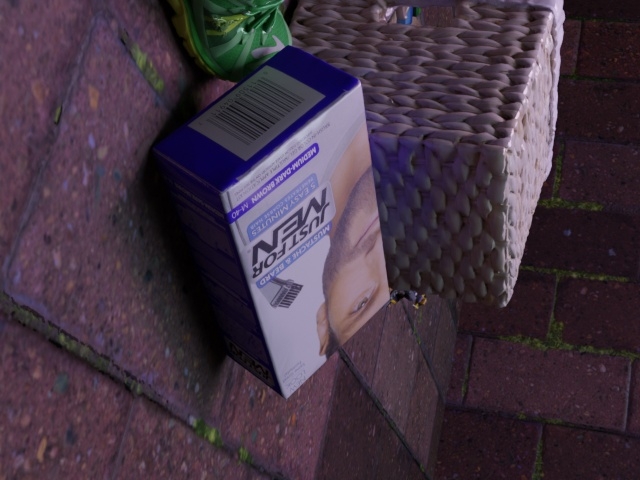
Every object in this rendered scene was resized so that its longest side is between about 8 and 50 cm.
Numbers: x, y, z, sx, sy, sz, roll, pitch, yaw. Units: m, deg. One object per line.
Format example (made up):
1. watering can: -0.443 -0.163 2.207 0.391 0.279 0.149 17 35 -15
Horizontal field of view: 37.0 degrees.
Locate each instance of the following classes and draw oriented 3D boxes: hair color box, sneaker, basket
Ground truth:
1. hair color box: -0.035 -0.007 0.997 0.185 0.110 0.338 -42 146 -23
2. sneaker: -0.070 -0.227 0.868 0.295 0.124 0.109 53 45 -69
3. basket: 0.118 -0.126 1.209 0.331 0.328 0.266 77 27 -51

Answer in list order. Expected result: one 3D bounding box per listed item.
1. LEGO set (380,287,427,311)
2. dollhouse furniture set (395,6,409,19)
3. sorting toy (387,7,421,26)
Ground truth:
1. LEGO set: 0.186 -0.016 1.497 0.331 0.192 0.255 -53 150 -7
2. dollhouse furniture set: 0.125 -0.437 1.602 0.151 0.059 0.076 56 56 -74
3. sorting toy: 0.176 -0.493 1.775 0.307 0.041 0.229 -58 150 -57
